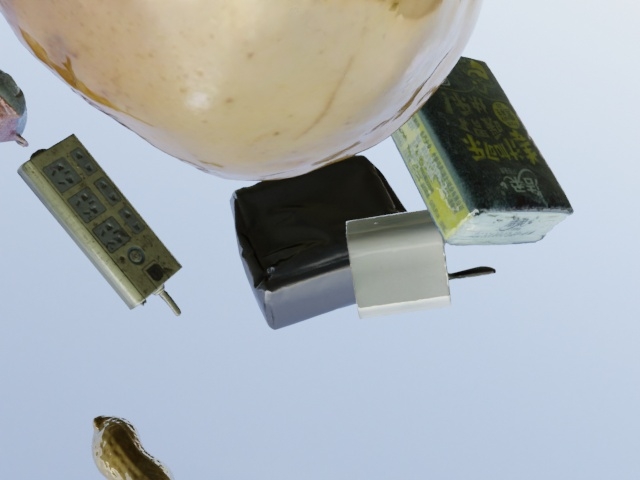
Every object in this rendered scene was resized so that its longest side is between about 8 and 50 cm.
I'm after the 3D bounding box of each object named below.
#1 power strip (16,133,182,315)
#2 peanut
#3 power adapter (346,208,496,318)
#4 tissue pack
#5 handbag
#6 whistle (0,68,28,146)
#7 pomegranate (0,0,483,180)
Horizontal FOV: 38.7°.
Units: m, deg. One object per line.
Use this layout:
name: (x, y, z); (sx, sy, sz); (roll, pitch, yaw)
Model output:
power strip: (-0.258, -0.011, 1.120); (0.268, 0.034, 0.092); (52, -136, -6)
peanut: (-0.343, 0.415, 1.658); (0.101, 0.117, 0.263); (-43, -122, -10)
power adapter: (0.145, 0.027, 1.297); (0.205, 0.130, 0.125); (-7, -165, 3)
tissue pack: (0.182, -0.120, 1.127); (0.185, 0.081, 0.257); (-2, -123, -38)
handbag: (0.001, 0.003, 1.636); (0.302, 0.177, 0.275); (-18, -134, -9)
whistle: (-0.637, -0.290, 1.601); (0.346, 0.134, 0.142); (51, 169, -31)
pomegranate: (-0.037, -0.206, 0.555); (0.338, 0.338, 0.338); (14, -147, -10)
